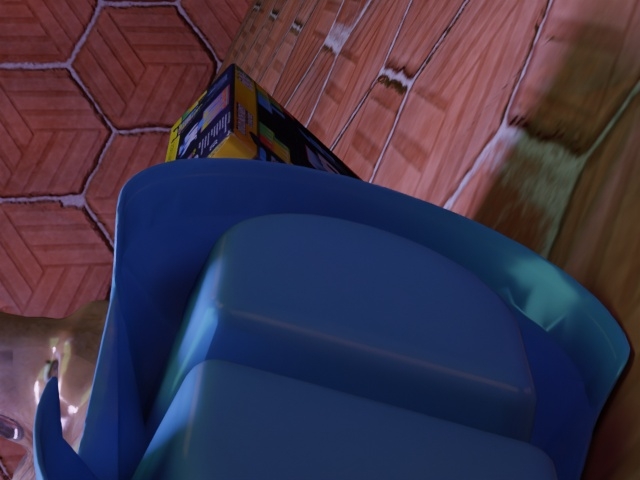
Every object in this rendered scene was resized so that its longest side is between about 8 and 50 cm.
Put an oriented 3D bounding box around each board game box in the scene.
[{"bbox_3d":[0.000,0.000,0.659,0.048,0.141,0.170,-47,13,9],"label":"board game box"}]

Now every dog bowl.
[{"bbox_3d":[0.006,0.064,0.441,0.297,0.166,0.074,-88,15,-68],"label":"dog bowl"}]

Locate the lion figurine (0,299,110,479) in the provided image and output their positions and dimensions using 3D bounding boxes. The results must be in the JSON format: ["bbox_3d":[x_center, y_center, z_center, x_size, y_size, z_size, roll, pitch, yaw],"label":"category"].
[{"bbox_3d":[-0.074,0.207,0.549,0.240,0.142,0.392,-50,37,34],"label":"lion figurine"}]
